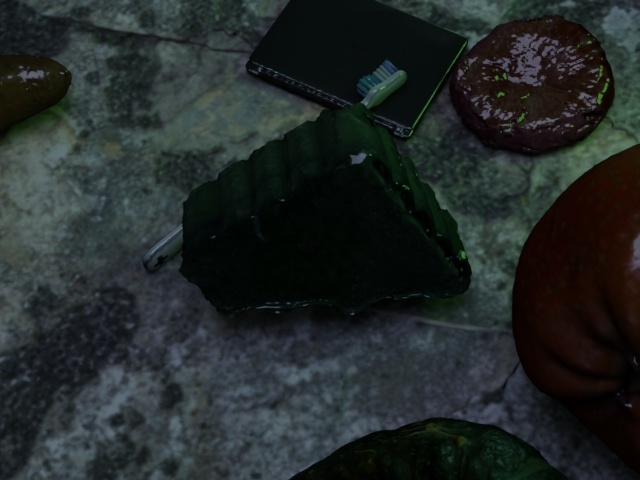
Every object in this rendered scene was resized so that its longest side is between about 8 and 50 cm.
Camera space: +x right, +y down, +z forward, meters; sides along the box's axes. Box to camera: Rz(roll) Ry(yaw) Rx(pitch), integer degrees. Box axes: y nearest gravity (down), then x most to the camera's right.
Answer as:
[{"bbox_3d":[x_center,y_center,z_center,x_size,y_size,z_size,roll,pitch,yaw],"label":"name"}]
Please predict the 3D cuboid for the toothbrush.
[{"bbox_3d":[-0.040,-0.068,1.557,0.304,0.030,0.030,-39,65,-14],"label":"toothbrush"}]

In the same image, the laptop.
[{"bbox_3d":[0.035,-0.177,1.630,0.180,0.016,0.129,25,65,17],"label":"laptop"}]

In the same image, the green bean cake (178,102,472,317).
[{"bbox_3d":[0.000,0.000,1.467,0.208,0.193,0.107,-29,40,14],"label":"green bean cake"}]

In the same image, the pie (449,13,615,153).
[{"bbox_3d":[0.198,-0.146,1.587,0.154,0.038,0.153,-3,61,5],"label":"pie"}]

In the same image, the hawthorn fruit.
[{"bbox_3d":[0.305,0.033,1.360,0.277,0.277,0.298,17,37,13],"label":"hawthorn fruit"}]

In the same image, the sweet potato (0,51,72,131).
[{"bbox_3d":[-0.388,-0.080,1.560,0.341,0.092,0.114,-41,82,-17],"label":"sweet potato"}]

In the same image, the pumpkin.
[{"bbox_3d":[0.051,0.241,1.249,0.293,0.263,0.197,-21,57,-11],"label":"pumpkin"}]
